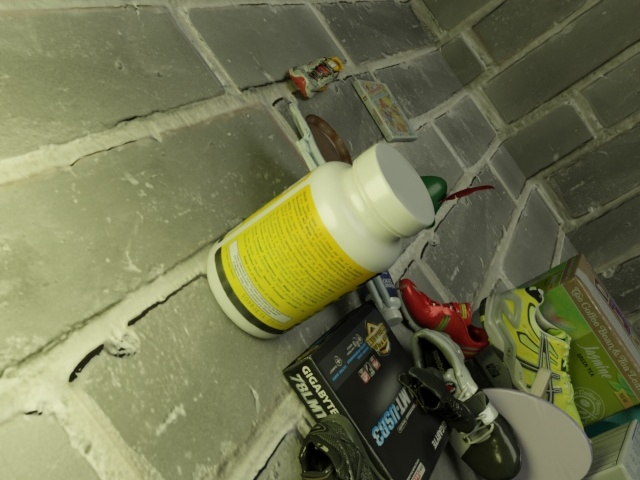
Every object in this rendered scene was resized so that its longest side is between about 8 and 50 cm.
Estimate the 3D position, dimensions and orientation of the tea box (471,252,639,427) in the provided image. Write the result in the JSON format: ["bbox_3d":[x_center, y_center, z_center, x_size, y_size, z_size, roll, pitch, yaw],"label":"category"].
[{"bbox_3d":[0.579,0.264,1.822,0.329,0.324,0.220,56,27,1],"label":"tea box"}]

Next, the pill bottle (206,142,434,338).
[{"bbox_3d":[0.000,0.000,1.149,0.188,0.334,0.187,39,32,-30],"label":"pill bottle"}]

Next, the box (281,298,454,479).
[{"bbox_3d":[0.096,0.279,1.293,0.293,0.073,0.295,56,27,2],"label":"box"}]

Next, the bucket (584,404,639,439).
[{"bbox_3d":[0.765,0.508,1.912,0.281,0.281,0.183,55,42,-3],"label":"bucket"}]

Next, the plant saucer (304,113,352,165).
[{"bbox_3d":[0.011,-0.219,1.751,0.168,0.029,0.168,39,31,-29],"label":"plant saucer"}]

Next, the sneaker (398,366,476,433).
[{"bbox_3d":[0.211,0.290,1.344,0.170,0.051,0.089,53,25,2],"label":"sneaker"}]

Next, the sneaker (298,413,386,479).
[{"bbox_3d":[0.045,0.373,1.089,0.227,0.087,0.130,57,28,9],"label":"sneaker"}]

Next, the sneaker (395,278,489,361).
[{"bbox_3d":[0.272,0.161,1.656,0.279,0.118,0.107,41,30,-27],"label":"sneaker"}]

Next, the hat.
[{"bbox_3d":[0.328,-0.151,2.023,0.173,0.184,0.208,58,27,5],"label":"hat"}]

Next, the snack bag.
[{"bbox_3d":[0.027,-0.075,1.431,0.323,0.037,0.342,62,4,-40],"label":"snack bag"}]

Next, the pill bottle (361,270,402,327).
[{"bbox_3d":[0.124,0.114,1.521,0.067,0.067,0.120,19,44,-50],"label":"pill bottle"}]

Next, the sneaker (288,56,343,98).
[{"bbox_3d":[-0.009,-0.421,1.872,0.088,0.093,0.225,53,27,-7],"label":"sneaker"}]

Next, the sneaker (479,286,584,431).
[{"bbox_3d":[0.497,0.282,1.660,0.384,0.147,0.145,60,26,-4],"label":"sneaker"}]

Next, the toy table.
[{"bbox_3d":[0.420,0.392,1.535,0.274,0.252,0.161,30,11,24],"label":"toy table"}]

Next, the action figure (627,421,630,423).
[{"bbox_3d":[0.783,0.396,1.727,0.099,0.185,0.285,41,26,-1],"label":"action figure"}]

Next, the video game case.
[{"bbox_3d":[0.200,-0.389,2.253,0.206,0.026,0.227,59,27,7],"label":"video game case"}]

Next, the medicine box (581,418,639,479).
[{"bbox_3d":[0.565,0.528,1.569,0.289,0.263,0.149,-11,70,-61],"label":"medicine box"}]

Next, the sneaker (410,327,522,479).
[{"bbox_3d":[0.261,0.316,1.446,0.330,0.122,0.146,58,12,28],"label":"sneaker"}]
